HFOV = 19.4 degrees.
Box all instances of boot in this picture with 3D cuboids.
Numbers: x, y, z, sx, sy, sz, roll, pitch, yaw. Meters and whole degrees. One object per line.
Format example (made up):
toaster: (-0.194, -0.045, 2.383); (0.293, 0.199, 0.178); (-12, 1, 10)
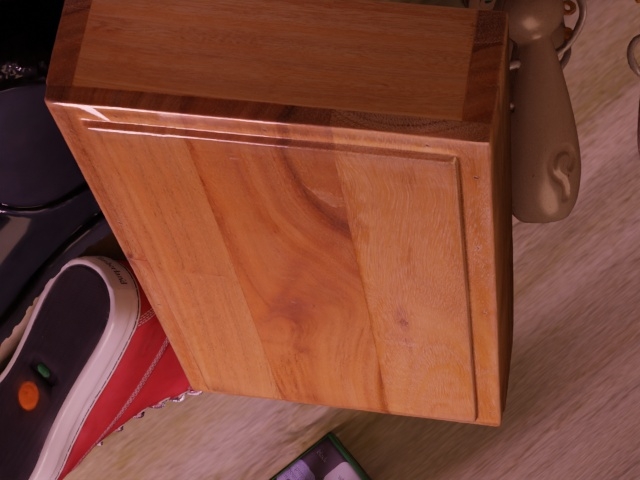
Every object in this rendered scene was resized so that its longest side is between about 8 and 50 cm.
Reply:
boot: (-0.188, -0.040, 0.989); (0.246, 0.094, 0.207); (-40, 155, -14)
boot: (-0.149, 0.120, 1.274); (0.176, 0.088, 0.244); (8, 122, -55)

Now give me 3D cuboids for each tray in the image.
tray: (0.000, 0.000, 1.020); (0.203, 0.076, 0.411); (6, 157, 9)

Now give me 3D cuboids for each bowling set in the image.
bowling set: (0.102, -0.097, 1.230); (0.287, 0.200, 0.154); (-13, 105, -32)

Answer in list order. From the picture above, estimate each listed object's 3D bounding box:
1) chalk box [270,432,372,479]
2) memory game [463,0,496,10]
chalk box: (0.009, 0.268, 1.608); (0.132, 0.132, 0.213); (-38, 150, -2)
memory game: (0.159, -0.218, 1.225); (0.186, 0.012, 0.186); (-28, 149, -19)
